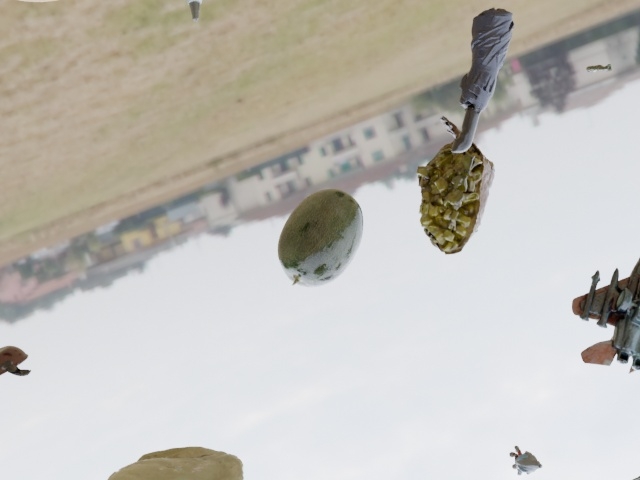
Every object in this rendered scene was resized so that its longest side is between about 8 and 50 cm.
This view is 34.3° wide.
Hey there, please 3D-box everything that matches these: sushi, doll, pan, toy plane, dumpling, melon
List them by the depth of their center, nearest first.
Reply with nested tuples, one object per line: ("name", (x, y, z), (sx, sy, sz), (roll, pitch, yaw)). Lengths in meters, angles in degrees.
("pan", (-0.342, 0.133, 1.122), (0.068, 0.023, 0.115), (-31, -165, -36))
("dumpling", (-0.214, 0.344, 1.421), (0.252, 0.131, 0.179), (-29, -162, 16))
("melon", (0.000, 0.000, 1.523), (0.114, 0.114, 0.167), (-14, -140, 54))
("toy plane", (0.532, 0.073, 1.662), (0.222, 0.326, 0.104), (22, 168, 2))
("sushi", (0.282, -0.111, 2.188), (0.166, 0.296, 0.179), (10, 161, 42))
("doll", (0.433, 0.468, 2.192), (0.057, 0.039, 0.114), (-68, -165, -13))

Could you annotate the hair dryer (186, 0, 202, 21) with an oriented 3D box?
("hair dryer", (-0.233, -0.443, 1.733), (0.154, 0.183, 0.044), (4, 161, 5))

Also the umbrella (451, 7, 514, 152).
("umbrella", (0.266, -0.265, 1.734), (0.070, 0.248, 0.071), (12, -173, -1))

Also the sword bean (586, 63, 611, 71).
("sword bean", (0.396, -0.246, 1.482), (0.012, 0.012, 0.083), (-21, -169, -3))

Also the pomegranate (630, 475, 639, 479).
("pomegranate", (0.570, 0.483, 1.641), (0.214, 0.248, 0.214), (-27, 171, -5))
